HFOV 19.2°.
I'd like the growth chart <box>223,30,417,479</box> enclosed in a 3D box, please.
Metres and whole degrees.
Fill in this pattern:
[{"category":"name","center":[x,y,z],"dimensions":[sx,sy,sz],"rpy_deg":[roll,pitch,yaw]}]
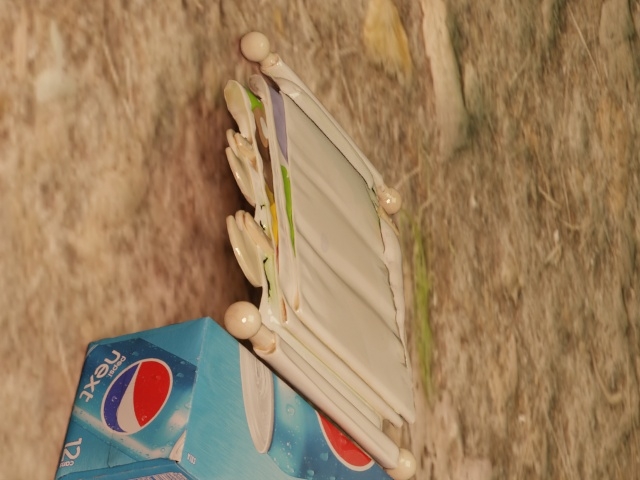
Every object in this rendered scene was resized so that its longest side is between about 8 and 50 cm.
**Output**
[{"category":"growth chart","center":[0.000,0.000,0.912],"dimensions":[0.172,0.021,0.237],"rpy_deg":[50,24,-34]}]

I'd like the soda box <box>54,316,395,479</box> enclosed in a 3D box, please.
[{"category":"soda box","center":[-0.022,0.119,0.839],"dimensions":[0.210,0.067,0.071],"rpy_deg":[45,43,-42]}]
